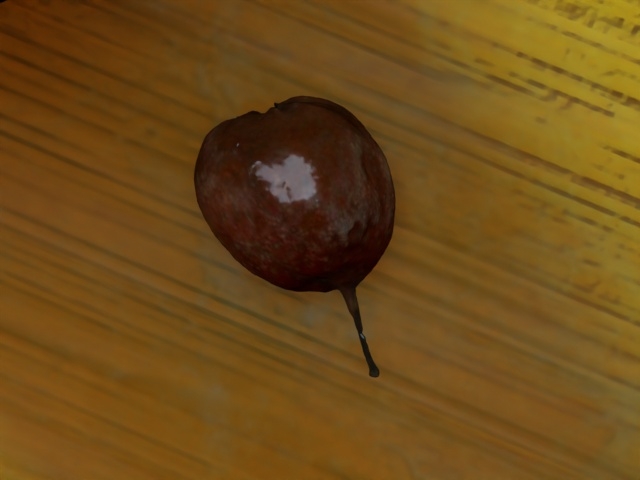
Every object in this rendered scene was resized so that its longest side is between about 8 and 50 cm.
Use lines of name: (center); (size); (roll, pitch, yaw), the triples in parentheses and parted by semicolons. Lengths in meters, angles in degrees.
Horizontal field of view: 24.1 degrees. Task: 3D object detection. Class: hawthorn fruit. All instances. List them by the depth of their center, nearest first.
hawthorn fruit: (0.000, 0.000, 0.516); (0.067, 0.067, 0.103); (-27, 88, 1)

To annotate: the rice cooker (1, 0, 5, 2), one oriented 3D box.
rice cooker: (-0.161, -0.177, 0.437); (0.267, 0.224, 0.267); (0, 107, 0)
